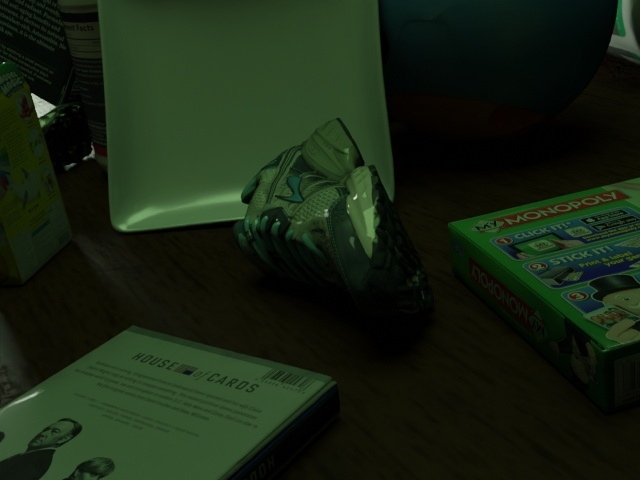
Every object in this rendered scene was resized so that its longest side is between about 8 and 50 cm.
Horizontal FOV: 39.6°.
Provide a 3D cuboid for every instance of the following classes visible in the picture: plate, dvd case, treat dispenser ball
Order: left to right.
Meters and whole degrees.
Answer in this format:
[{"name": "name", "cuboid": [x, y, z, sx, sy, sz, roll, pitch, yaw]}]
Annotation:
[{"name": "dvd case", "cuboid": [-0.128, 0.127, 0.493, 0.179, 0.029, 0.239, 9, 28, 36]}, {"name": "plate", "cuboid": [-0.074, -0.153, 0.862, 0.277, 0.277, 0.045, -5, -2, 10]}, {"name": "treat dispenser ball", "cuboid": [0.162, -0.245, 0.935, 0.288, 0.288, 0.288, -7, 23, 3]}]

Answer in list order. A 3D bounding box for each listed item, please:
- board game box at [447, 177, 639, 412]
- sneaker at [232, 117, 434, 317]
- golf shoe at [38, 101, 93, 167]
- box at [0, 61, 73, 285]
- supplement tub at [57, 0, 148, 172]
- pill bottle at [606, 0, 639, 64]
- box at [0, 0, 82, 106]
[{"name": "board game box", "cuboid": [0.278, 0.006, 0.617, 0.317, 0.046, 0.213, -13, 23, -12]}, {"name": "sneaker", "cuboid": [0.000, 0.000, 0.690, 0.122, 0.110, 0.283, -27, 21, 1]}, {"name": "golf shoe", "cuboid": [-0.348, -0.118, 1.079, 0.094, 0.077, 0.198, -1, 23, 18]}, {"name": "box", "cuboid": [-0.282, -0.061, 0.790, 0.043, 0.179, 0.105, -2, 23, 13]}, {"name": "supplement tub", "cuboid": [-0.187, -0.220, 1.011, 0.191, 0.272, 0.191, -7, 23, 3]}, {"name": "pill bottle", "cuboid": [0.419, -0.354, 1.206, 0.204, 0.204, 0.361, -12, 24, -9]}, {"name": "box", "cuboid": [-0.303, -0.357, 1.216, 0.183, 0.294, 0.296, 29, 16, 7]}]
